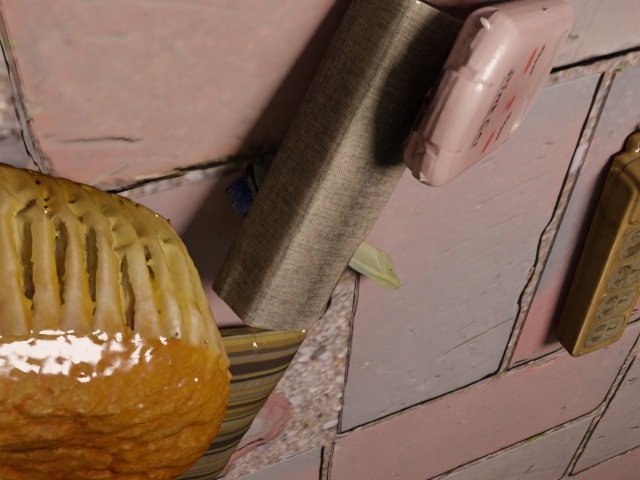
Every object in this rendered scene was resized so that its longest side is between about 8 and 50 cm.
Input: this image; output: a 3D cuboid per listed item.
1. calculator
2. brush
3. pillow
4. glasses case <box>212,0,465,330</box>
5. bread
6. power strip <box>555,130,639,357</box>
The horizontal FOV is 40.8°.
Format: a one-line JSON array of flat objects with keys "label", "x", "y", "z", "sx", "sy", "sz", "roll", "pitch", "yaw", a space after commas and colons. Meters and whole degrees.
[{"label": "calculator", "x": 0.099, "y": -0.090, "z": 0.493, "sx": 0.175, "sy": 0.032, "sz": 0.100, "roll": -33, "pitch": 151, "yaw": -56}, {"label": "brush", "x": 0.001, "y": 0.000, "z": 0.586, "sx": 0.030, "sy": 0.033, "sz": 0.178, "roll": -36, "pitch": 143, "yaw": 17}, {"label": "pillow", "x": -0.093, "y": 0.137, "z": 0.677, "sx": 0.113, "sy": 0.038, "sz": 0.203, "roll": 0, "pitch": 135, "yaw": -38}, {"label": "glasses case", "x": 0.013, "y": -0.043, "z": 0.497, "sx": 0.070, "sy": 0.047, "sz": 0.205, "roll": 8, "pitch": 116, "yaw": -46}, {"label": "bread", "x": -0.180, "y": 0.071, "z": 0.458, "sx": 0.253, "sy": 0.142, "sz": 0.227, "roll": 8, "pitch": 136, "yaw": -42}, {"label": "power strip", "x": 0.270, "y": 0.014, "z": 0.777, "sx": 0.064, "sy": 0.044, "sz": 0.305, "roll": -19, "pitch": 141, "yaw": -14}]
